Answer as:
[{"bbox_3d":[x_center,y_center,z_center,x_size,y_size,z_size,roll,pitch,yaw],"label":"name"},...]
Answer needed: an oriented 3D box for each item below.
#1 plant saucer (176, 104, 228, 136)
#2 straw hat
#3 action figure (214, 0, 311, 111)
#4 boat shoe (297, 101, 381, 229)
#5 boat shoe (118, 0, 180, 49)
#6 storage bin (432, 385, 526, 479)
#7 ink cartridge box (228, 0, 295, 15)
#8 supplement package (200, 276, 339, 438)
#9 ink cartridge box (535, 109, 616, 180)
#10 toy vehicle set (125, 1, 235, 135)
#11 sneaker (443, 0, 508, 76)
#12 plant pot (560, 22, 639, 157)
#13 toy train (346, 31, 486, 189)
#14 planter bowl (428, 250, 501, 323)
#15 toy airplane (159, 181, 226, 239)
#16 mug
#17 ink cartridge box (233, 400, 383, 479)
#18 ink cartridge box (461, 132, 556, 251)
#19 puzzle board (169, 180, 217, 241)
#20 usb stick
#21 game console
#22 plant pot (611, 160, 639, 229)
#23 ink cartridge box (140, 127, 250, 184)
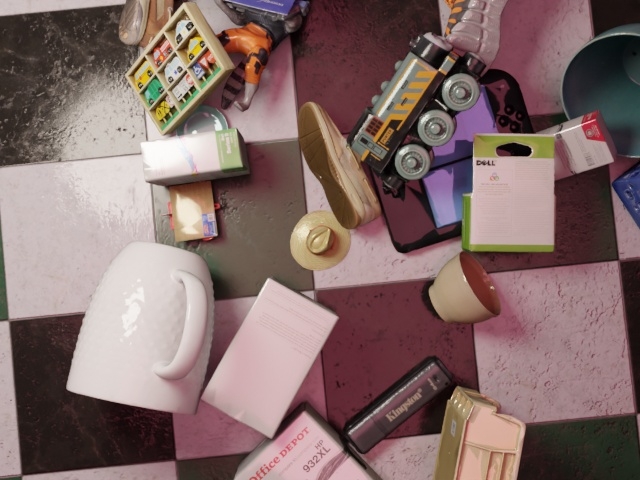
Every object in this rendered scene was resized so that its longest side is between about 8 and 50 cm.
[{"bbox_3d":[-0.271,-0.252,1.789,0.119,0.021,0.119,0,88,-1],"label":"plant saucer"},{"bbox_3d":[0.000,0.000,1.761,0.144,0.061,0.145,0,87,0],"label":"straw hat"},{"bbox_3d":[-0.176,-0.481,1.762,0.341,0.178,0.330,34,81,31],"label":"action figure"},{"bbox_3d":[0.044,-0.176,1.755,0.098,0.109,0.302,-22,85,-32],"label":"boat shoe"},{"bbox_3d":[-0.372,-0.579,1.767,0.116,0.123,0.325,15,77,-33],"label":"boat shoe"},{"bbox_3d":[0.328,0.462,1.645,0.123,0.262,0.261,11,88,2],"label":"storage bin"},{"bbox_3d":[-0.172,-0.613,1.679,0.303,0.307,0.072,15,130,3],"label":"ink cartridge box"},{"bbox_3d":[-0.107,0.247,1.693,0.177,0.175,0.293,30,88,-1],"label":"supplement package"},{"bbox_3d":[0.562,-0.208,1.722,0.150,0.063,0.109,-18,112,34],"label":"ink cartridge box"},{"bbox_3d":[-0.311,-0.367,1.690,0.267,0.035,0.166,-35,87,41],"label":"toy vehicle set"},{"bbox_3d":[0.326,-0.490,1.739,0.124,0.180,0.321,18,103,-20],"label":"sneaker"},{"bbox_3d":[0.702,-0.354,1.695,0.290,0.290,0.195,44,54,1],"label":"plant pot"},{"bbox_3d":[0.203,-0.274,1.653,0.190,0.142,0.334,35,109,3],"label":"toy train"},{"bbox_3d":[0.310,0.120,1.722,0.109,0.162,0.162,-34,88,24],"label":"planter bowl"},{"bbox_3d":[-0.290,-0.066,1.778,0.151,0.028,0.151,0,82,1],"label":"toy airplane"},{"bbox_3d":[-0.334,0.177,1.607,0.276,0.374,0.328,18,77,-31],"label":"mug"},{"bbox_3d":[-0.007,0.546,1.705,0.223,0.129,0.307,-44,88,-1],"label":"ink cartridge box"},{"bbox_3d":[0.414,-0.103,1.712,0.188,0.097,0.255,1,92,-2],"label":"ink cartridge box"},{"bbox_3d":[-0.288,-0.066,1.757,0.096,0.011,0.128,-8,84,-1],"label":"puzzle board"},{"bbox_3d":[0.176,0.374,1.755,0.278,0.045,0.077,-39,88,-2],"label":"usb stick"},{"bbox_3d":[0.303,-0.185,1.771,0.386,0.060,0.342,-18,88,0],"label":"game console"},{"bbox_3d":[0.826,-0.107,1.695,0.236,0.212,0.236,-34,88,-2],"label":"plant pot"},{"bbox_3d":[-0.272,-0.180,1.698,0.212,0.154,0.093,-10,90,1],"label":"ink cartridge box"}]
